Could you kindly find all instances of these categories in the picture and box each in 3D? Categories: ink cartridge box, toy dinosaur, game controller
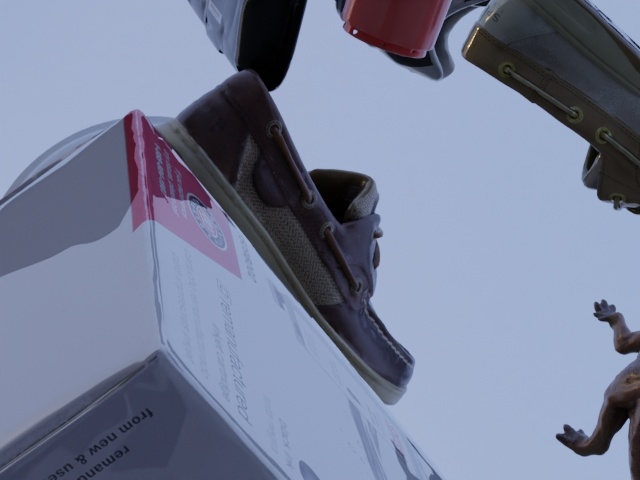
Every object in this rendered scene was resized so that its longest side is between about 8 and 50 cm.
[{"bbox_3d":[-0.031,0.115,0.757,0.117,0.207,0.283,-34,-62,10],"label":"ink cartridge box"},{"bbox_3d":[0.328,0.111,1.649,0.127,0.295,0.200,33,-37,-8],"label":"toy dinosaur"},{"bbox_3d":[-0.056,-0.230,1.434,0.067,0.319,0.166,0,-69,-14],"label":"game controller"}]

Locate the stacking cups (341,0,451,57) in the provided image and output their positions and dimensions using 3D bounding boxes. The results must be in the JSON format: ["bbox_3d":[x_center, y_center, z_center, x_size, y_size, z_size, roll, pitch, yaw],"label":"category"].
[{"bbox_3d":[0.092,-0.267,1.123,0.096,0.096,0.316,22,-75,15],"label":"stacking cups"}]

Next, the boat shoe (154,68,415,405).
[{"bbox_3d":[0.000,0.000,1.379,0.342,0.123,0.123,50,-4,-39],"label":"boat shoe"}]

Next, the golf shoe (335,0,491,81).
[{"bbox_3d":[0.128,-0.258,1.485,0.120,0.105,0.273,45,-62,18],"label":"golf shoe"}]

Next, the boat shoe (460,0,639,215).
[{"bbox_3d":[0.104,-0.034,0.604,0.135,0.050,0.045,43,-76,-5],"label":"boat shoe"}]

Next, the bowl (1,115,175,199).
[{"bbox_3d":[-0.146,0.026,1.505,0.298,0.298,0.134,32,-9,5],"label":"bowl"}]
